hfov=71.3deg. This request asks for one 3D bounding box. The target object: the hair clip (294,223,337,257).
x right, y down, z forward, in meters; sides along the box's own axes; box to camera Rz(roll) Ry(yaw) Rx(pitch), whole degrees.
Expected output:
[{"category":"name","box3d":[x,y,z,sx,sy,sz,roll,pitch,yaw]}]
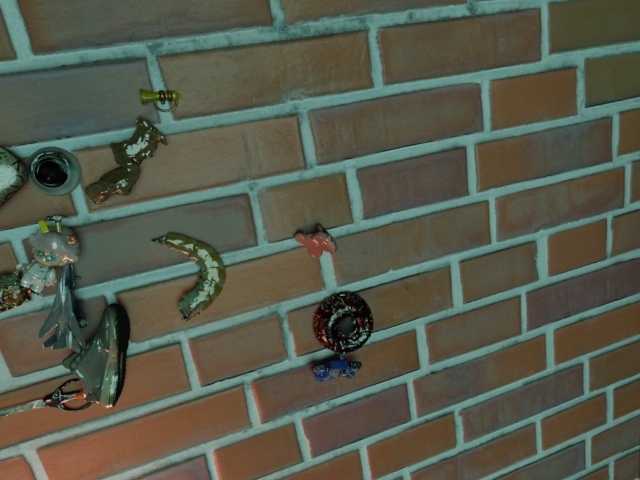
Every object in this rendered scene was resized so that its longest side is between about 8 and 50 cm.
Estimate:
[{"category":"hair clip","box3d":[-0.008,0.008,1.498,0.102,0.138,0.123,-43,119,1]}]

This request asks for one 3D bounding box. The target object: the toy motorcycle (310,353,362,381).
[{"category":"toy motorcycle","box3d":[0.051,0.479,1.647,0.205,0.076,0.114,3,142,-22]}]

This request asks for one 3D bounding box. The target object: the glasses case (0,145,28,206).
[{"category":"glasses case","box3d":[-0.950,-0.107,1.191,0.354,0.085,0.137,-43,107,-3]}]

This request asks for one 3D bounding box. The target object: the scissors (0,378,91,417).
[{"category":"scissors","box3d":[-0.871,0.507,1.390,0.299,0.022,0.109,-9,102,-18]}]

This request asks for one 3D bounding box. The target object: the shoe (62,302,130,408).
[{"category":"shoe","box3d":[-0.691,0.347,1.368,0.170,0.132,0.337,7,100,-9]}]

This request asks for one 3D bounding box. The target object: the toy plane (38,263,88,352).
[{"category":"toy plane","box3d":[-0.748,0.190,1.327,0.088,0.212,0.268,20,74,-63]}]

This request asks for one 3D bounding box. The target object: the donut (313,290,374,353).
[{"category":"donut","box3d":[0.089,0.306,1.622,0.235,0.089,0.235,-4,105,-16]}]

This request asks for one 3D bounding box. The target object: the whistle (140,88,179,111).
[{"category":"whistle","box3d":[-0.468,-0.411,1.304,0.109,0.046,0.057,-3,89,-23]}]

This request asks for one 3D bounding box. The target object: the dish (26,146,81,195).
[{"category":"dish","box3d":[-0.750,-0.189,1.242,0.141,0.078,0.141,-4,103,-17]}]

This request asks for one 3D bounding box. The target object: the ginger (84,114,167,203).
[{"category":"ginger","box3d":[-0.569,-0.220,1.290,0.122,0.084,0.290,37,90,-28]}]

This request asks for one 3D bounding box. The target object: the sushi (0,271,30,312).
[{"category":"sushi","box3d":[-0.912,0.150,1.259,0.226,0.097,0.103,-19,114,-29]}]

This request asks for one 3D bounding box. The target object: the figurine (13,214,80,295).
[{"category":"figurine","box3d":[-0.764,0.041,1.265,0.137,0.112,0.229,26,80,-10]}]

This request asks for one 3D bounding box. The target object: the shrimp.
[{"category":"shrimp","box3d":[-0.400,0.101,1.427,0.185,0.068,0.287,-21,106,-15]}]
